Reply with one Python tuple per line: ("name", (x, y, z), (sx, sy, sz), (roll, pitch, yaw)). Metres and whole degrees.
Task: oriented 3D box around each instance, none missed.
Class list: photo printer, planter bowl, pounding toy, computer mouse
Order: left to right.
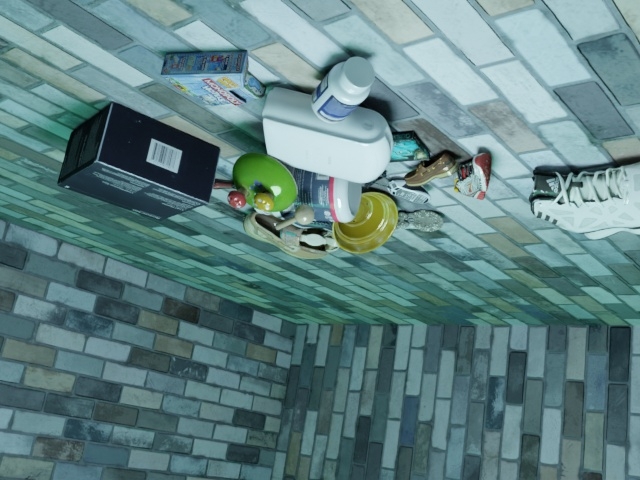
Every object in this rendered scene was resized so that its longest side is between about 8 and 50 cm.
("pounding toy", (-0.147, -0.101, 1.833), (0.183, 0.110, 0.237), (-18, 120, 45))
("photo printer", (0.021, -0.242, 1.728), (0.307, 0.107, 0.256), (15, 163, 4))
("planter bowl", (0.126, -0.075, 2.232), (0.217, 0.217, 0.090), (19, -157, -31))
("computer mouse", (0.229, -0.156, 2.072), (0.192, 0.042, 0.106), (18, 158, -9))

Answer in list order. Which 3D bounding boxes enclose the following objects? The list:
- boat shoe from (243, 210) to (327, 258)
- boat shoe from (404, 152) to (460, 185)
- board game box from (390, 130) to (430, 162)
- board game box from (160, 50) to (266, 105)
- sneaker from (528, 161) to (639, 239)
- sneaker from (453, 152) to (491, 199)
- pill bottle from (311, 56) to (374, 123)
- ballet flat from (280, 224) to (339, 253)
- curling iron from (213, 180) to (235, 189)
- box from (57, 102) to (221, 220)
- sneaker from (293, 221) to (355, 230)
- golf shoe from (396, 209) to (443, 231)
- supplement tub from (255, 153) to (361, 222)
("boat shoe", (-0.105, -0.019, 2.564), (0.341, 0.122, 0.110), (17, 163, -20))
("boat shoe", (0.286, -0.192, 1.901), (0.178, 0.064, 0.060), (-15, 121, 51))
("board game box", (0.175, -0.237, 1.851), (0.186, 0.026, 0.126), (0, 160, 30))
("board game box", (-0.217, -0.358, 1.604), (0.194, 0.060, 0.194), (-1, 161, 32))
("sneaker", (0.669, -0.107, 1.767), (0.257, 0.169, 0.447), (10, 166, -10))
("sneaker", (0.393, -0.163, 1.874), (0.092, 0.088, 0.225), (8, 163, 7))
("pill bottle", (0.050, -0.320, 1.521), (0.094, 0.094, 0.169), (14, 163, -17))
("ballet flat", (0.000, 0.000, 2.497), (0.106, 0.108, 0.316), (12, -174, 43))
("curling iron", (-0.343, -0.185, 2.289), (0.273, 0.035, 0.068), (5, 166, 12))
("box", (-0.520, -0.210, 2.051), (0.343, 0.179, 0.312), (21, 159, -35))
("sneaker", (0.015, -0.080, 2.341), (0.226, 0.086, 0.163), (9, 172, -22))
("golf shoe", (0.316, -0.065, 2.320), (0.176, 0.069, 0.086), (5, -177, 23))
("supplement tub", (-0.036, -0.149, 1.967), (0.272, 0.191, 0.191), (4, 163, 17))
